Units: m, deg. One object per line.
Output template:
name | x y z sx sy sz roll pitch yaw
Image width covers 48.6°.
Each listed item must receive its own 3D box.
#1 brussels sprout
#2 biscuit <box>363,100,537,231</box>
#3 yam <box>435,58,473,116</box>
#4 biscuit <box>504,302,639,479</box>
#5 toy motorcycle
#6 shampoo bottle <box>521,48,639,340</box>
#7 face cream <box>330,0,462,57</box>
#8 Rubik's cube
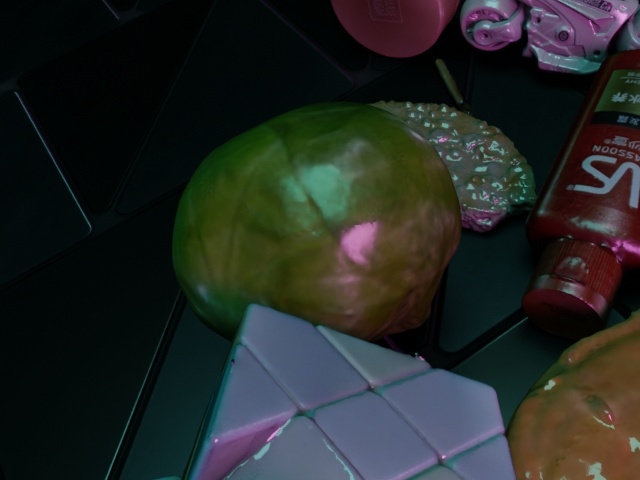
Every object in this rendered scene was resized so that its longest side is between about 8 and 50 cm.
brussels sprout | 0.000 0.000 0.573 0.243 0.244 0.244 -6 52 7
biscuit | 0.097 -0.095 0.751 0.289 0.038 0.141 18 58 22
yam | 0.154 -0.176 0.818 0.014 0.014 0.107 -16 51 -1
biscuit | 0.319 0.184 0.438 0.365 0.062 0.385 -33 57 -27
toy motorcycle | 0.280 -0.246 0.786 0.254 0.112 0.113 13 56 19
shampoo bottle | 0.273 -0.054 0.658 0.118 0.076 0.314 22 60 20
face cream | 0.097 -0.309 0.846 0.149 0.149 0.104 19 58 24
Rubik's cube | 0.006 0.190 0.437 0.265 0.213 0.224 20 26 -4
